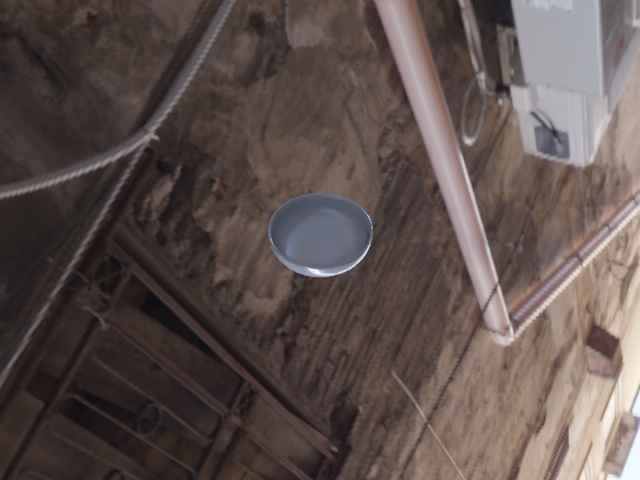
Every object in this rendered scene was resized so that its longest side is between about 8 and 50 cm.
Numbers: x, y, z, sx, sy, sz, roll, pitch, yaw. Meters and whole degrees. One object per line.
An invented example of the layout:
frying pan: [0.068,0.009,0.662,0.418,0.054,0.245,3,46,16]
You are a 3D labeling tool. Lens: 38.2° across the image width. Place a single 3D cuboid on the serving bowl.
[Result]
serving bowl: [0.000,0.000,0.738,0.083,0.027,0.083,0,-135,0]
